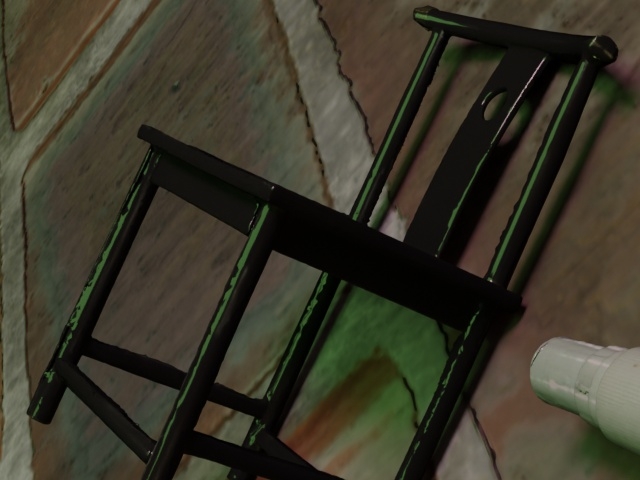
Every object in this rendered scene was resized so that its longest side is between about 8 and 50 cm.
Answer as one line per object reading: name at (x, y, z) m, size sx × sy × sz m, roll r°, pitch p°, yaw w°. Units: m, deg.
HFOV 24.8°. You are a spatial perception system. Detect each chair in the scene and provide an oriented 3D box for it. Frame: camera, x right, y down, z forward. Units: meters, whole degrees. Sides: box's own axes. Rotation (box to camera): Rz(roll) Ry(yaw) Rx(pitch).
chair at (0.000, 0.000, 0.641) m, size 0.154 × 0.141 × 0.260 m, roll 27°, pitch 93°, yaw 58°

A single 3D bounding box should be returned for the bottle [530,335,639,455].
bottle at (0.142, 0.064, 0.453) m, size 0.217 × 0.060 × 0.060 m, roll 18°, pitch 83°, yaw 57°
